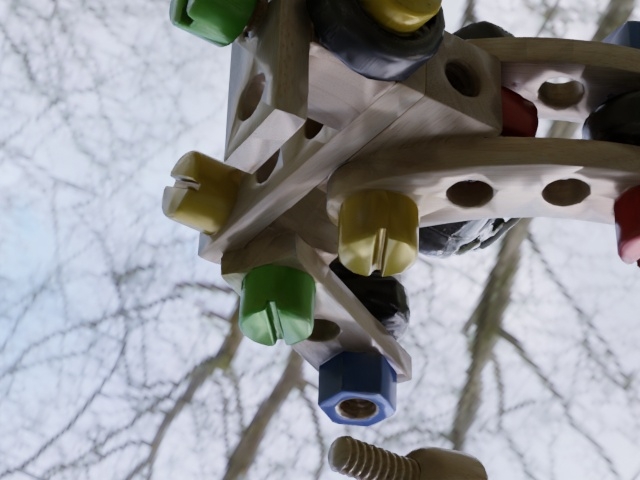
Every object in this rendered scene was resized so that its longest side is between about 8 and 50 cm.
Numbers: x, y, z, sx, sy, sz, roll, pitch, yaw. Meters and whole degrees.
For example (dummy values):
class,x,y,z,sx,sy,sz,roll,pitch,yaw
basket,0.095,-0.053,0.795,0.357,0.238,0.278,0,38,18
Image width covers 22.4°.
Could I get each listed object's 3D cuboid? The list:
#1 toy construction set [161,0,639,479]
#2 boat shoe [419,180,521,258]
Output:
class,x,y,z,sx,sy,sz,roll,pitch,yaw
toy construction set,0.000,0.000,0.709,0.237,0.257,0.309,23,-104,-34
boat shoe,0.120,-0.041,1.383,0.113,0.105,0.306,29,-167,0
